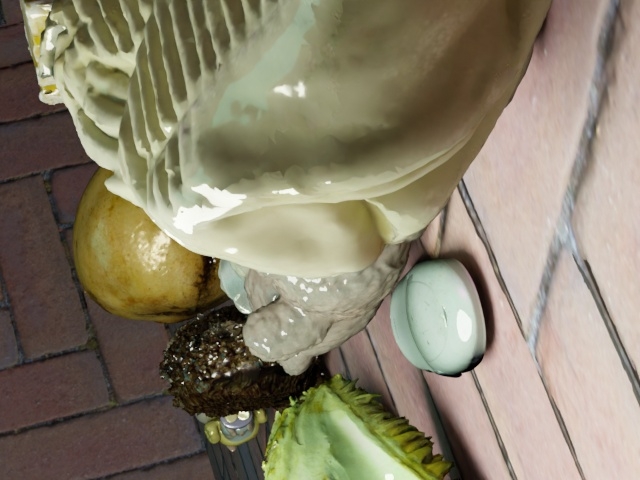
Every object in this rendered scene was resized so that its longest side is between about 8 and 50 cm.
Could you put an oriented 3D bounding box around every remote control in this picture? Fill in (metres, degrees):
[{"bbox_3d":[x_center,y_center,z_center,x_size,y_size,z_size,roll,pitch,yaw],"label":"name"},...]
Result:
[{"bbox_3d":[0.088,0.064,1.453,0.256,0.045,0.097,128,129,-81],"label":"remote control"}]

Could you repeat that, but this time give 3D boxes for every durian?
[{"bbox_3d":[0.056,0.279,1.496,0.163,0.198,0.394,89,167,-55],"label":"durian"}]

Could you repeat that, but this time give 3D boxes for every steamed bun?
[{"bbox_3d":[0.015,-0.145,1.050,0.394,0.237,0.347,-11,70,57],"label":"steamed bun"}]

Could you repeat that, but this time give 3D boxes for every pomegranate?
[{"bbox_3d":[-0.194,-0.013,2.304,0.260,0.260,0.260,166,90,-80],"label":"pomegranate"}]

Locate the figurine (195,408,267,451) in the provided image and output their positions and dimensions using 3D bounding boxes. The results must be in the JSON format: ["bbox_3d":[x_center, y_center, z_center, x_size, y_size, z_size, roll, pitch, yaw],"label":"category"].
[{"bbox_3d":[-0.133,0.231,2.737,0.155,0.127,0.235,62,171,18],"label":"figurine"}]

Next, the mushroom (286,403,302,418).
[{"bbox_3d":[-0.011,0.262,1.801,0.207,0.215,0.207,171,90,-73],"label":"mushroom"}]

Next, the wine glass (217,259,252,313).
[{"bbox_3d":[-0.041,0.000,1.902,0.183,0.122,0.122,109,145,-65],"label":"wine glass"}]

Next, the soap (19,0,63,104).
[{"bbox_3d":[-0.108,-0.204,1.492,0.173,0.274,0.089,102,153,-69],"label":"soap"}]

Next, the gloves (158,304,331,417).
[{"bbox_3d":[-0.087,0.148,2.166,0.312,0.210,0.135,-146,57,-86],"label":"gloves"}]

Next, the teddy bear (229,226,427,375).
[{"bbox_3d":[0.001,0.000,1.559,0.267,0.151,0.236,131,161,-74],"label":"teddy bear"}]
